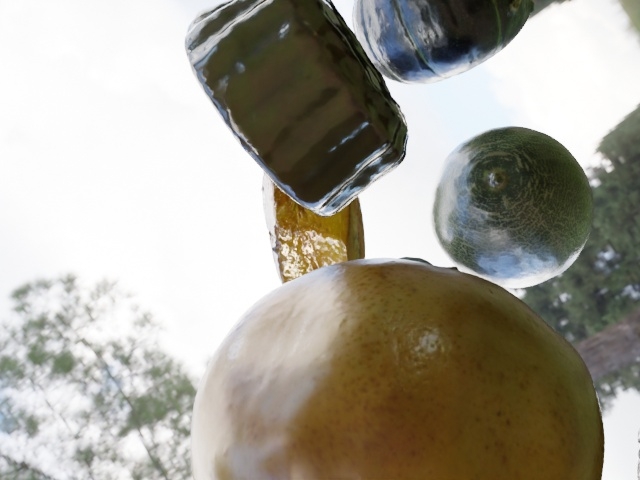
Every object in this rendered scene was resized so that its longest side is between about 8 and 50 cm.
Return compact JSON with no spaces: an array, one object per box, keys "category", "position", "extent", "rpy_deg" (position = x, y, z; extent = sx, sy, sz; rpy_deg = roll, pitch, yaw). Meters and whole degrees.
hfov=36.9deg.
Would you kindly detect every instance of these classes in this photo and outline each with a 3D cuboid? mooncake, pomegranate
[{"category":"mooncake","position":[-0.017,-0.177,1.115],"extent":[0.290,0.161,0.290],"rpy_deg":[52,-168,-15]},{"category":"pomegranate","position":[0.078,0.198,0.961],"extent":[0.417,0.417,0.416],"rpy_deg":[38,-147,-30]}]

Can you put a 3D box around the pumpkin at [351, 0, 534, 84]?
[{"category":"pumpkin","position":[0.204,-0.402,1.636],"extent":[0.241,0.323,0.323],"rpy_deg":[57,-154,-22]}]

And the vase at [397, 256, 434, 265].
[{"category":"vase","position":[0.144,0.137,1.524],"extent":[0.251,0.156,0.301],"rpy_deg":[54,169,32]}]

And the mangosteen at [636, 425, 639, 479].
[{"category":"mangosteen","position":[0.568,0.287,1.232],"extent":[0.297,0.313,0.297],"rpy_deg":[-6,-90,-73]}]

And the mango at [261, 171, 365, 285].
[{"category":"mango","position":[0.000,0.000,1.703],"extent":[0.199,0.201,0.350],"rpy_deg":[-19,-82,-42]}]

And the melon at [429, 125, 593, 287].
[{"category":"melon","position":[0.299,-0.046,1.499],"extent":[0.248,0.248,0.329],"rpy_deg":[66,-169,19]}]
